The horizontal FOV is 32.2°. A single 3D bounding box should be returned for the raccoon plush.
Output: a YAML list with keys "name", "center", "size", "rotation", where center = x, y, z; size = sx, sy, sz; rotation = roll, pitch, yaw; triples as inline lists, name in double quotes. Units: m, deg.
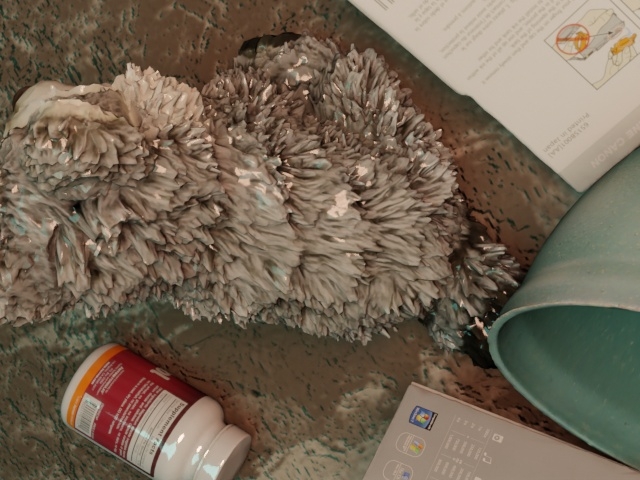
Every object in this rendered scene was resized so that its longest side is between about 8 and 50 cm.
- name: "raccoon plush"
  center: [0.000, 0.000, 0.720]
  size: [0.446, 0.299, 0.216]
  rotation: [18, 112, 19]

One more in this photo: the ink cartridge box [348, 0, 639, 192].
- name: "ink cartridge box"
  center: [0.181, -0.196, 0.697]
  size: [0.239, 0.060, 0.275]
  rotation: [36, 117, -22]

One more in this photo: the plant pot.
- name: "plant pot"
  center: [0.270, 0.029, 0.629]
  size: [0.293, 0.293, 0.196]
  rotation: [22, 71, 18]

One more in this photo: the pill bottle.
- name: "pill bottle"
  center: [-0.140, 0.158, 0.954]
  size: [0.152, 0.086, 0.086]
  rotation: [28, 115, 15]

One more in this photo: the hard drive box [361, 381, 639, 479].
- name: "hard drive box"
  center: [0.153, 0.217, 0.786]
  size: [0.232, 0.089, 0.181]
  rotation: [19, 148, 19]
